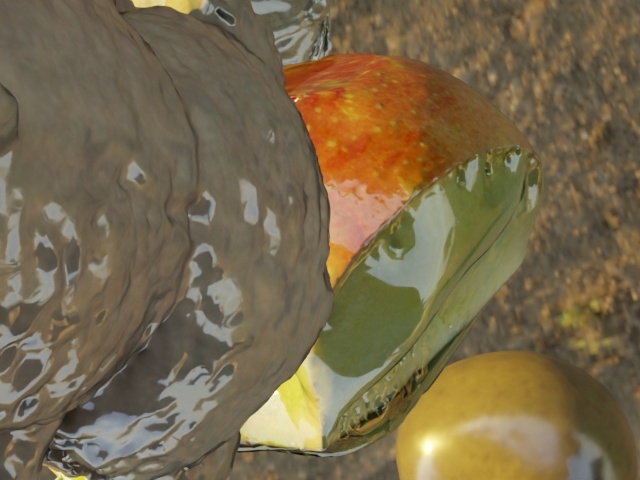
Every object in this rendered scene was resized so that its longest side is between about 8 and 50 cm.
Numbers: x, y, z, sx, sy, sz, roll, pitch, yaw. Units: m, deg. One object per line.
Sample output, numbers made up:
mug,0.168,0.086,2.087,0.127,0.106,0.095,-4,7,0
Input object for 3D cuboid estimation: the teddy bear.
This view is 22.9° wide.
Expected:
teddy bear,-0.096,-0.014,0.475,0.151,0.267,0.236,7,88,22

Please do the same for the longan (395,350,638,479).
longan,0.194,0.225,1.586,0.248,0.248,0.248,-2,127,-3

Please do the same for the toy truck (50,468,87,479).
toy truck,-0.186,0.100,1.066,0.135,0.259,0.128,-41,155,8

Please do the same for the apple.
apple,0.000,0.000,0.754,0.173,0.188,0.207,38,146,1

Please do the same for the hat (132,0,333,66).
hat,-0.122,-0.142,0.965,0.244,0.149,0.214,-26,143,4
